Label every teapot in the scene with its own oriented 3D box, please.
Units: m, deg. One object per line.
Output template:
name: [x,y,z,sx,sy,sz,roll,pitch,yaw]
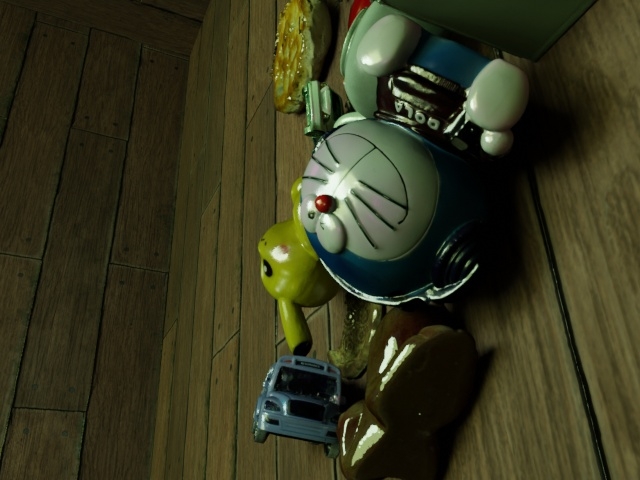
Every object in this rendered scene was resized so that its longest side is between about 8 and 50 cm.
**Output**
teapot: [0.104,-0.266,0.875,0.193,0.130,0.294,-52,-19,-47]

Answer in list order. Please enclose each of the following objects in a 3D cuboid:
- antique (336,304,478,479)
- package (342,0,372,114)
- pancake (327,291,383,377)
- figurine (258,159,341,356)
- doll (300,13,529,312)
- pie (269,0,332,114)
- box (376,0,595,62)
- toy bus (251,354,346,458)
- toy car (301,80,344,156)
antique: [0.096,0.197,0.771,0.143,0.121,0.256,-123,48,-70]
package: [0.075,-0.323,1.133,0.194,0.071,0.269,119,158,-50]
pancake: [0.055,0.133,1.021,0.184,0.020,0.190,143,134,-60]
figurine: [0.004,-0.006,0.990,0.326,0.169,0.218,-54,15,20]
doll: [0.104,-0.073,0.733,0.284,0.240,0.310,37,105,36]
pie: [-0.052,-0.449,1.462,0.315,0.092,0.315,-173,90,-71]
box: [0.170,-0.348,0.705,0.117,0.225,0.225,131,143,-51]
toy bus: [-0.036,0.254,0.963,0.292,0.126,0.133,119,162,-75]
toy car: [0.009,-0.229,1.176,0.224,0.076,0.090,60,-156,-80]
